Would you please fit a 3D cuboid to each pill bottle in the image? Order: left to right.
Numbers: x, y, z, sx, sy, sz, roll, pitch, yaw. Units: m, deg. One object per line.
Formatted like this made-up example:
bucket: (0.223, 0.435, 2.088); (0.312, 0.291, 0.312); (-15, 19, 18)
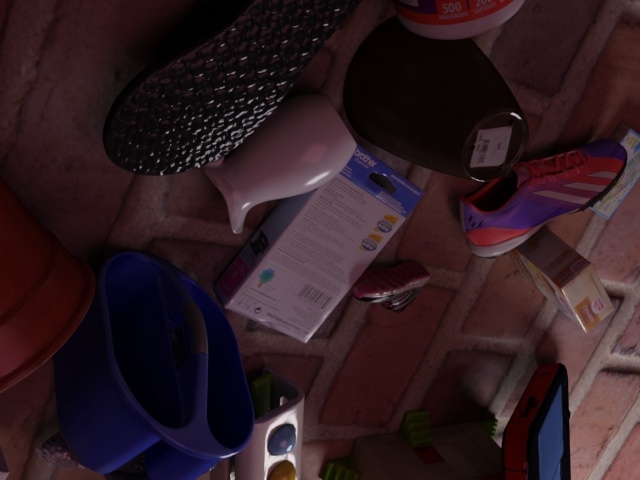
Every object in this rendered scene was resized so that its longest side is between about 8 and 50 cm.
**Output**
pill bottle: (0.153, -0.428, 1.296); (0.181, 0.181, 0.323); (-29, 131, -11)

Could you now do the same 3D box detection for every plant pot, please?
plant pot: (-0.444, 0.009, 1.188); (0.272, 0.272, 0.265); (-32, 124, -9)
plant pot: (0.179, -0.180, 1.446); (0.215, 0.230, 0.215); (-16, 127, -22)

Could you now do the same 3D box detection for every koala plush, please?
koala plush: (-0.296, 0.306, 1.545); (0.221, 0.203, 0.196); (31, 92, -20)

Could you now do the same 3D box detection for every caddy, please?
caddy: (-0.214, 0.165, 1.381); (0.179, 0.341, 0.241); (-42, 132, 22)

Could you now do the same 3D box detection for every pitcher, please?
pitcher: (-0.071, -0.132, 1.412); (0.207, 0.125, 0.178); (-31, 117, 5)

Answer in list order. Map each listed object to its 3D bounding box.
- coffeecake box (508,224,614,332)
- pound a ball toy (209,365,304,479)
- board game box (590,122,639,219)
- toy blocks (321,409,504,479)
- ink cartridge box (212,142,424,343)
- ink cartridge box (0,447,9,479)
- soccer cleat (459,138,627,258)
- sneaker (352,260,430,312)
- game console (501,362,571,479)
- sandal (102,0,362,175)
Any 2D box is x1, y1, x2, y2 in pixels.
coffeecake box: (0.400, 0.051, 1.765); (0.068, 0.185, 0.142); (-40, 132, -2)
pound a ball toy: (-0.124, 0.393, 1.677); (0.208, 0.135, 0.319); (-24, 131, -37)
board game box: (0.522, -0.121, 1.831); (0.103, 0.026, 0.154); (24, 106, -40)
toy blocks: (0.234, 0.464, 1.891); (0.381, 0.261, 0.191); (-1, 120, -31)
ink cartridge box: (0.000, 0.000, 1.571); (0.185, 0.065, 0.311); (30, 104, -42)
ink cartridge box: (-0.521, 0.363, 1.460); (0.067, 0.115, 0.198); (18, 110, -39)
soccer cleat: (0.370, -0.094, 1.709); (0.318, 0.109, 0.116); (-31, 127, -7)
sneaker: (0.111, 0.086, 1.681); (0.170, 0.063, 0.075); (-13, 131, -48)
game console: (0.417, 0.439, 1.925); (0.386, 0.060, 0.342); (-34, 117, -62)
sandal: (-0.096, -0.252, 1.303); (0.445, 0.107, 0.167); (-43, 132, 7)
